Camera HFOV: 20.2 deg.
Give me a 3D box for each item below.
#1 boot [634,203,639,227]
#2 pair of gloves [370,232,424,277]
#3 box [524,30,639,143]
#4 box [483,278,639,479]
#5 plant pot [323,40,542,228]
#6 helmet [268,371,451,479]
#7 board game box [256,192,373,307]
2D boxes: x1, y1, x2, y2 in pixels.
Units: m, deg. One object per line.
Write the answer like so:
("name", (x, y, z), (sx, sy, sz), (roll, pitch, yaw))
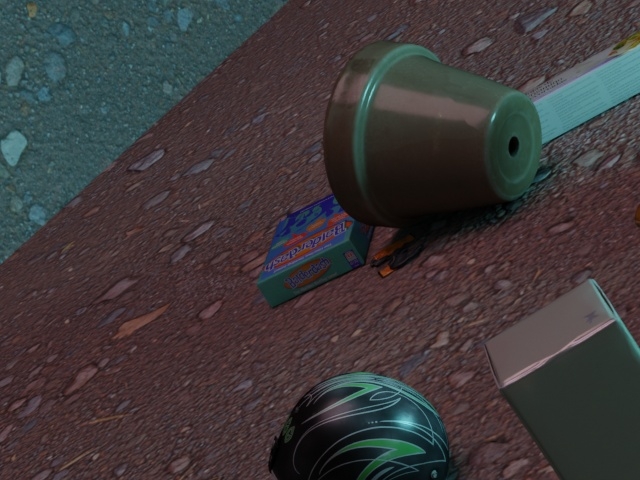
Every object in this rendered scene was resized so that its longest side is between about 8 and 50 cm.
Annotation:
("boot", (0.435, -0.173, 2.103), (0.295, 0.211, 0.104), (-39, 19, -16))
("pair of gloves", (0.104, 0.019, 2.472), (0.074, 0.010, 0.083), (-34, 20, -3))
("box", (0.402, -0.227, 2.513), (0.324, 0.067, 0.063), (-29, 18, 14))
("box", (0.249, 0.176, 1.442), (0.113, 0.275, 0.094), (-31, 19, 7))
("plant pot", (0.168, -0.139, 2.443), (0.229, 0.263, 0.263), (7, 41, 37))
("helmet", (0.046, 0.217, 1.873), (0.161, 0.169, 0.169), (-48, 17, 10))
("board game box", (0.000, 0.000, 2.629), (0.160, 0.047, 0.210), (-26, 21, 20))
